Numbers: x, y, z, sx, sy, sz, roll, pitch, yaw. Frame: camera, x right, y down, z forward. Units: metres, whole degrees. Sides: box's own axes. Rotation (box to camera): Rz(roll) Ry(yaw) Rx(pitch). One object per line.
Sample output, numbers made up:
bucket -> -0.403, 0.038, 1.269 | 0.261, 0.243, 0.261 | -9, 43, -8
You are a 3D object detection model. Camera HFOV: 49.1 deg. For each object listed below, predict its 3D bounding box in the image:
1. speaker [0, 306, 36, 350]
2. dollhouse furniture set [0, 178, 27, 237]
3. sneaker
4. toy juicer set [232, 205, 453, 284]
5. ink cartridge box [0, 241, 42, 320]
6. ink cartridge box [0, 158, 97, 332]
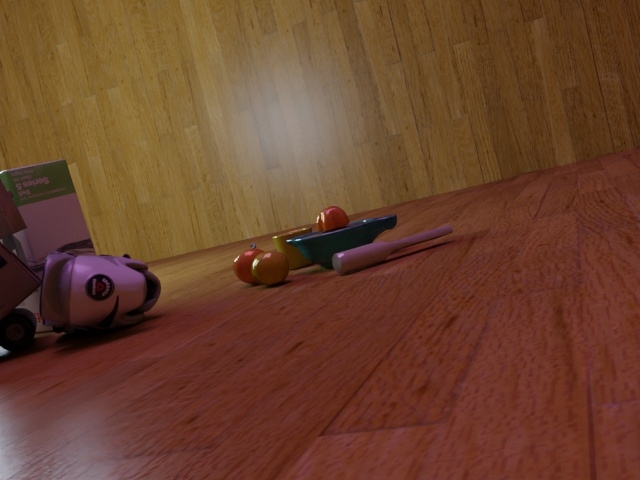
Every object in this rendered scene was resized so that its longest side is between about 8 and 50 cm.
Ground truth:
speaker -> -0.455, 0.131, 1.050 | 0.055, 0.055, 0.136 | -16, 4, -21
dollhouse furniture set -> -0.637, -0.005, 0.933 | 0.356, 0.173, 0.303 | -24, 9, 0
sneaker -> -0.305, 0.078, 0.999 | 0.146, 0.122, 0.330 | 3, -2, -16
toy juicer set -> 0.000, 0.000, 1.038 | 0.329, 0.089, 0.209 | -10, 6, 44
ink cartridge box -> -0.504, 0.094, 0.984 | 0.193, 0.088, 0.235 | -46, 16, -21
ink cartridge box -> -0.493, 0.018, 1.213 | 0.198, 0.272, 0.115 | -11, 8, 42
